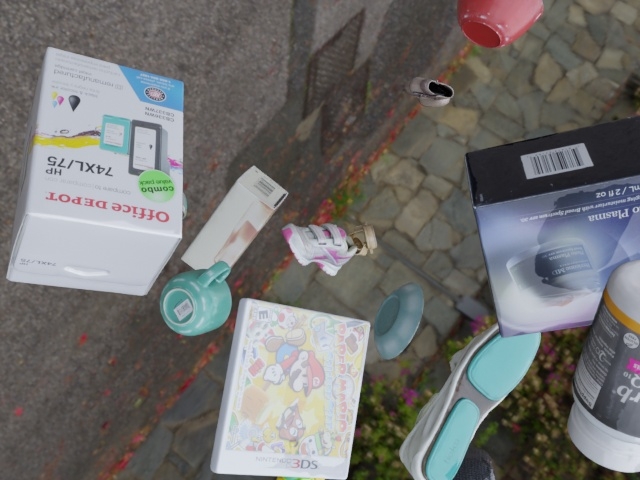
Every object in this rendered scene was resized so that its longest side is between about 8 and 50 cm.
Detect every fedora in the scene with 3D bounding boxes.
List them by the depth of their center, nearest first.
[{"bbox_3d":[0.313,0.573,1.574,0.334,0.152,0.334,1,90,-80],"label":"fedora"}]

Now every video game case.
[{"bbox_3d":[-0.035,0.207,0.962,0.026,0.206,0.227,-5,-107,58],"label":"video game case"}]

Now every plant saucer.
[{"bbox_3d":[0.172,0.182,1.657,0.195,0.037,0.195,-52,-158,31],"label":"plant saucer"}]

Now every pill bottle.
[{"bbox_3d":[0.445,0.178,0.973,0.162,0.162,0.278,-37,141,-48],"label":"pill bottle"}]

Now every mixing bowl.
[{"bbox_3d":[0.350,-0.460,1.435,0.098,0.181,0.181,-62,166,-8],"label":"mixing bowl"}]

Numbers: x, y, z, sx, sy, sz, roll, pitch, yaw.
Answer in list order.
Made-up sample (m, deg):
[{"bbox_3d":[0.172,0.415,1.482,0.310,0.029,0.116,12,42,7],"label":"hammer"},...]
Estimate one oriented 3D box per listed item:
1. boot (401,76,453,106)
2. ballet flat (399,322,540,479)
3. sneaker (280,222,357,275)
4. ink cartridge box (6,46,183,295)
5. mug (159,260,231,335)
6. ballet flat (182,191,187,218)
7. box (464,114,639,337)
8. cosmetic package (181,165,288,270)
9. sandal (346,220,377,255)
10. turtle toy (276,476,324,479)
[{"bbox_3d":[0.201,-0.256,1.219,0.118,0.087,0.042,5,97,-30],"label":"boot"},{"bbox_3d":[0.284,0.300,1.399,0.400,0.139,0.139,-52,165,-17],"label":"ballet flat"},{"bbox_3d":[0.000,0.000,1.703,0.111,0.103,0.252,-40,150,17],"label":"sneaker"},{"bbox_3d":[-0.317,-0.088,0.998,0.198,0.270,0.197,9,148,-27],"label":"ink cartridge box"},{"bbox_3d":[-0.257,0.113,1.411,0.097,0.129,0.158,-11,109,-66],"label":"mug"},{"bbox_3d":[-0.346,-0.032,1.295,0.213,0.068,0.072,-24,141,1],"label":"ballet flat"},{"bbox_3d":[0.420,-0.013,1.178,0.183,0.296,0.294,-82,156,-52],"label":"box"},{"bbox_3d":[-0.234,-0.041,1.919,0.296,0.129,0.153,-49,-175,27],"label":"cosmetic package"},{"bbox_3d":[0.094,-0.002,1.804,0.079,0.088,0.240,-12,178,0],"label":"sandal"},{"bbox_3d":[-0.043,0.420,1.362,0.130,0.095,0.066,-98,178,-64],"label":"turtle toy"}]
